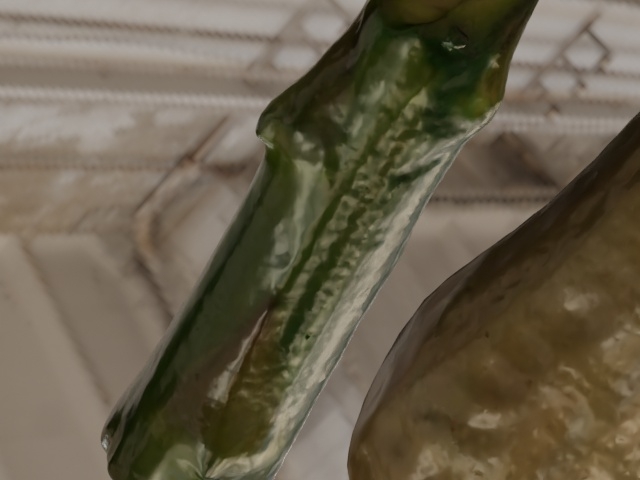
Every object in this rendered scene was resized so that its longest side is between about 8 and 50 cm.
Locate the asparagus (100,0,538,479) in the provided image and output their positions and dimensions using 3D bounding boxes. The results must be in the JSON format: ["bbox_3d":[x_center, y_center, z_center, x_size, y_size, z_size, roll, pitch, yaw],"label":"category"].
[{"bbox_3d":[-0.001,-0.001,0.778,0.082,0.343,0.085,43,-155,27],"label":"asparagus"}]

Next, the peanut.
[{"bbox_3d":[0.102,0.018,0.527,0.110,0.236,0.120,48,-167,33],"label":"peanut"}]
